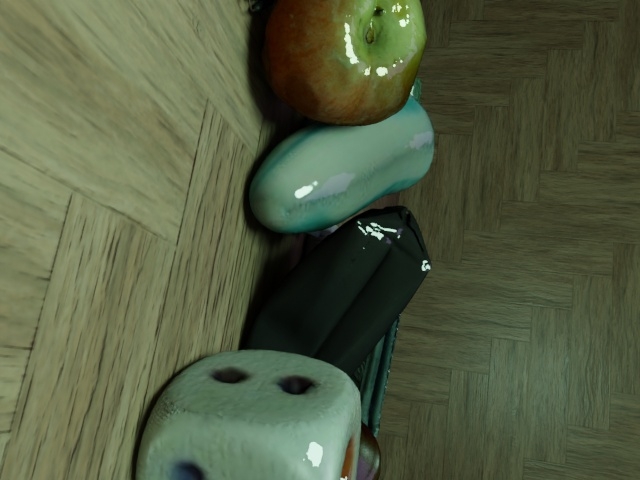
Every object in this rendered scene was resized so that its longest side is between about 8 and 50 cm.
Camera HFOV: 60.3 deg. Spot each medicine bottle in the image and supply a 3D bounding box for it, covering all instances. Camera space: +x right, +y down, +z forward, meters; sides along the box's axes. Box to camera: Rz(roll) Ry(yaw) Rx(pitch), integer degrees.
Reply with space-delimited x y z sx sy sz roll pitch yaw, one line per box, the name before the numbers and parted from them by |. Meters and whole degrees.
medicine bottle | 0.001 0.015 1.046 0.058 0.058 0.091 59 39 -69

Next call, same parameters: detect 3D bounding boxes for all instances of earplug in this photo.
earplug | 0.018 -0.108 0.805 0.324 0.185 0.185 -35 132 -48

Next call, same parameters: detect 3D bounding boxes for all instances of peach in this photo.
peach | 0.026 -0.251 0.725 0.235 0.214 0.214 -149 -120 -70

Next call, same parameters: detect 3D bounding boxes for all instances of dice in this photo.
dice | -0.063 0.232 0.572 0.194 0.191 0.193 -32 127 -72

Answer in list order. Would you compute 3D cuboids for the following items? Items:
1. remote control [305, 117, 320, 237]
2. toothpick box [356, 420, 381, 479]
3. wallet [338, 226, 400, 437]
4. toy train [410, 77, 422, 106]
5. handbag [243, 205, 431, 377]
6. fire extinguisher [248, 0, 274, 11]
remote control | -0.006 -0.156 0.970 0.103 0.051 0.293 26 72 -67
toothpick box | 0.002 0.426 0.956 0.192 0.192 0.294 -67 163 -53
wallet | 0.053 0.162 1.042 0.237 0.075 0.342 27 -70 59
toy train | 0.103 -0.227 1.105 0.159 0.188 0.272 -30 126 -73
handbag | 0.020 0.077 0.822 0.342 0.152 0.288 -52 -177 13
fire extinguisher | -0.068 -0.317 0.688 0.049 0.035 0.173 -47 -169 35
